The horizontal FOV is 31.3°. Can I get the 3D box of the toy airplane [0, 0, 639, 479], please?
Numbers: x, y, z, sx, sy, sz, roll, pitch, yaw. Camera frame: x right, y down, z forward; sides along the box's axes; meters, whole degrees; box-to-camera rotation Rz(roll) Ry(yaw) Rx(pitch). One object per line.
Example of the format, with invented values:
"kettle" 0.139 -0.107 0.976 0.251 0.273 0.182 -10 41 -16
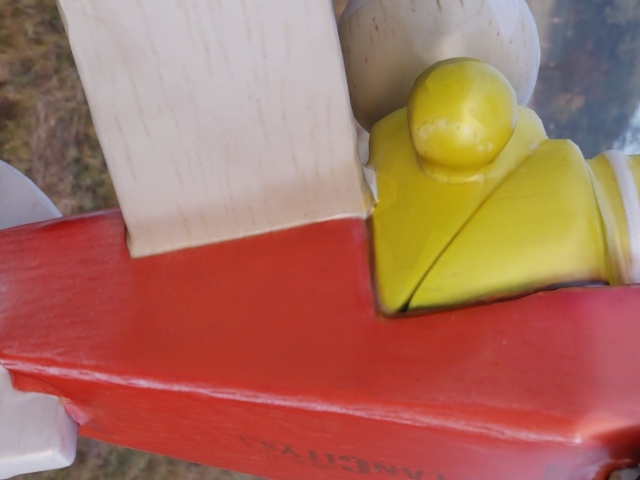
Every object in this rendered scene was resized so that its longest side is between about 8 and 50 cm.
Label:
"toy airplane" 0.000 0.000 0.445 0.386 0.384 0.272 -24 -138 51
